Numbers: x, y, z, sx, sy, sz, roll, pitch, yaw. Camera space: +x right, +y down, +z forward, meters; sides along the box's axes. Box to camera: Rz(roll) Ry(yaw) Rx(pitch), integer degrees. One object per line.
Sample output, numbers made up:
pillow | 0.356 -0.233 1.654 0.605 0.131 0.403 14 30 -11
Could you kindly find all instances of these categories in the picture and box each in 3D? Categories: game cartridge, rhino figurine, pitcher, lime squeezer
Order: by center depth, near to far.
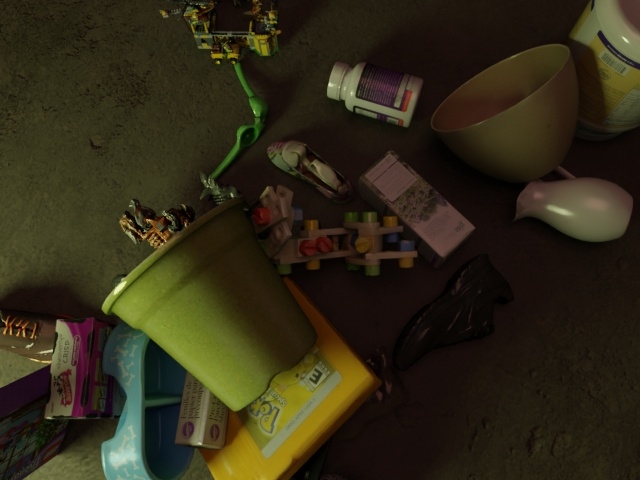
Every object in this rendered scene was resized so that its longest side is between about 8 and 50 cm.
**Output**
game cartridge | -0.094 0.261 0.996 0.324 0.053 0.285 -45 52 -1
rhino figurine | 0.049 0.310 1.050 0.243 0.073 0.106 -35 71 -1
pitcher | 0.513 -0.090 1.146 0.206 0.126 0.178 14 58 17
lime squeezer | -0.175 -0.260 1.239 0.109 0.059 0.311 10 74 4

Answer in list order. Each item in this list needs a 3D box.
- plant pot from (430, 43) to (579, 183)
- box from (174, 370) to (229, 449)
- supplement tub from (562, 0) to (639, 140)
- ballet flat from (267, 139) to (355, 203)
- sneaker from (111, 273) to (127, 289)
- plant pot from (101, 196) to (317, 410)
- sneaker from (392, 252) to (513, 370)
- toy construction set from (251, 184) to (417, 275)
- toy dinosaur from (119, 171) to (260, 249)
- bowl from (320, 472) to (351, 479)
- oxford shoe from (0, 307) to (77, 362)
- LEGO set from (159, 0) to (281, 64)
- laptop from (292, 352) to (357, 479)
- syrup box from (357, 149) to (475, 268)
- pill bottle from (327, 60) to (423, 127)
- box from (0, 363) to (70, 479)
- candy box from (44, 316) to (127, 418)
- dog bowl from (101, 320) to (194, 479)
plant pot | 0.394 -0.229 1.130 0.284 0.284 0.191 -42 112 -11
box | -0.193 0.203 1.018 0.063 0.067 0.324 -10 60 27
supplement tub | 0.602 -0.361 1.107 0.240 0.331 0.241 0 73 1
ballet flat | -0.020 -0.158 1.191 0.221 0.079 0.077 36 78 12
sneaker | -0.322 0.148 1.105 0.234 0.078 0.106 25 73 7
plant pot | -0.150 0.116 0.894 0.276 0.276 0.254 -40 91 -10
sneaker | 0.258 0.155 1.080 0.286 0.109 0.130 -43 83 -9
toy construction set | 0.000 0.000 1.052 0.327 0.215 0.151 12 86 -36
toy dinosaur | -0.228 -0.012 1.139 0.321 0.164 0.219 25 89 -27
bowl | 0.000 0.467 0.984 0.170 0.170 0.080 -37 32 -9
oxford shoe | -0.573 0.181 1.089 0.271 0.098 0.097 5 73 3
LEGO set | -0.196 -0.587 1.259 0.254 0.192 0.332 8 70 5
laptop | -0.090 0.284 1.026 0.136 0.264 0.235 27 72 -29
syrup box | 0.190 -0.062 1.148 0.093 0.096 0.237 -42 77 -10
pill bottle | 0.118 -0.323 1.224 0.193 0.108 0.108 18 74 6
box | -0.519 0.329 0.913 0.057 0.293 0.201 28 104 10
candy box | -0.386 0.234 0.998 0.071 0.233 0.159 -3 72 6
dog bowl | -0.285 0.277 0.964 0.073 0.166 0.298 -10 76 24
